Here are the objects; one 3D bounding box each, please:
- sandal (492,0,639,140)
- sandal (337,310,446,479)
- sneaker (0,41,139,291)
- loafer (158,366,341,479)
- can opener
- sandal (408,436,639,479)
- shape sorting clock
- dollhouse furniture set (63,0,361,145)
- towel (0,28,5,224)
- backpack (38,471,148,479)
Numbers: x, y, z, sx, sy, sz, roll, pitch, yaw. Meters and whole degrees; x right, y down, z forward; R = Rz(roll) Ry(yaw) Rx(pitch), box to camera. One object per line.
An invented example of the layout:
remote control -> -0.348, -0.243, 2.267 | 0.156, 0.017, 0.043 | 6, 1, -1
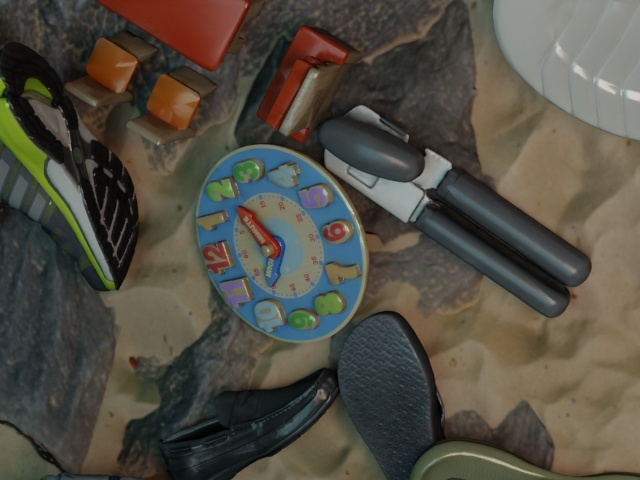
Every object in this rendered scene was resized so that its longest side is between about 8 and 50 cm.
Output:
sandal -> 0.353, -0.165, 1.350 | 0.416, 0.102, 0.169 | 13, 121, 4
sandal -> 0.088, 0.185, 1.542 | 0.097, 0.054, 0.254 | -10, 108, 27
sneaker -> -0.278, -0.064, 1.539 | 0.121, 0.111, 0.300 | -9, 129, 24
loafer -> -0.075, 0.186, 1.580 | 0.223, 0.076, 0.078 | -34, 97, 26
can opener -> 0.118, -0.025, 1.457 | 0.283, 0.095, 0.076 | 35, 111, 10
sandal -> 0.229, 0.274, 1.470 | 0.303, 0.086, 0.120 | 12, 106, 2
shape sorting clock -> -0.042, 0.005, 1.524 | 0.206, 0.040, 0.206 | 18, 120, 34
dollhouse furniture set -> -0.100, -0.204, 1.474 | 0.259, 0.135, 0.262 | 32, 110, 11
towel -> -0.458, -0.128, 1.630 | 0.284, 0.121, 0.235 | 12, 103, 18
backpack -> -0.232, 0.411, 1.557 | 0.273, 0.290, 0.355 | 16, 79, 6
